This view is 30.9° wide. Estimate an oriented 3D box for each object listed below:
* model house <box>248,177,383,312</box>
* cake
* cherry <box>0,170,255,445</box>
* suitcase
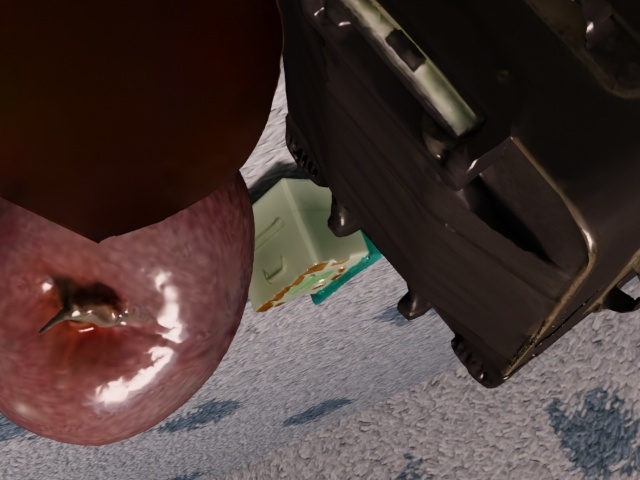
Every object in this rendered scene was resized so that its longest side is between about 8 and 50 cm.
[{"bbox_3d":[0.000,0.000,1.194,0.149,0.100,0.127,-10,160,-41],"label":"model house"},{"bbox_3d":[-0.133,-0.114,0.655,0.208,0.185,0.178,-35,-156,-14],"label":"cake"},{"bbox_3d":[-0.157,0.021,0.907,0.261,0.221,0.307,-66,170,14],"label":"cherry"},{"bbox_3d":[0.106,-0.073,0.702,0.194,0.283,0.434,-37,166,-7],"label":"suitcase"}]
